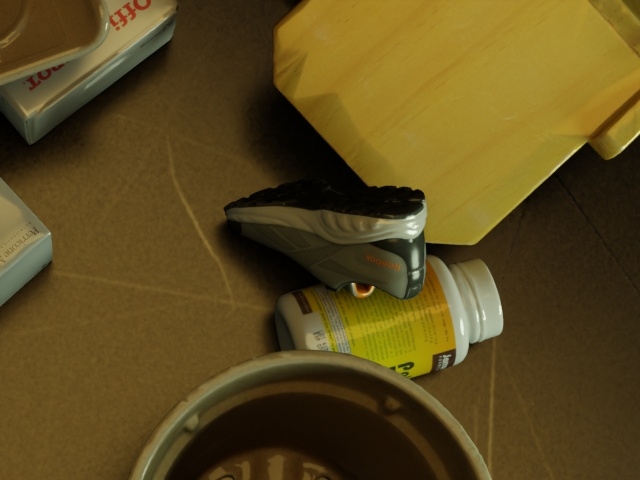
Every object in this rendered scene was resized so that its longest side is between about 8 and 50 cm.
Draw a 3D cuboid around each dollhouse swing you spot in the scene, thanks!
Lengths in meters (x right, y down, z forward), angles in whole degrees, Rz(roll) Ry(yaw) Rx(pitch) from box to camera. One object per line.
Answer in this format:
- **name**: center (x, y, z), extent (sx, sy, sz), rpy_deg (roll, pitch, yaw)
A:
- **dollhouse swing**: center (0.154, -0.213, 1.897), extent (0.305, 0.315, 0.347), rpy_deg (-41, 98, 19)

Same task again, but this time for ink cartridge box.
- **ink cartridge box**: center (-0.304, -0.265, 1.863), extent (0.198, 0.115, 0.273), rpy_deg (-39, 86, -13)

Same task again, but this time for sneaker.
- **sneaker**: center (0.000, 0.000, 1.799), extent (0.100, 0.271, 0.108), rpy_deg (-21, 110, -35)

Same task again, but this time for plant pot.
- **plant pot**: center (-0.030, 0.285, 1.702), extent (0.334, 0.305, 0.333), rpy_deg (2, 79, -9)

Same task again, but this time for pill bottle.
- **pill bottle**: center (0.070, 0.084, 1.851), extent (0.215, 0.117, 0.117), rpy_deg (-15, 82, -11)

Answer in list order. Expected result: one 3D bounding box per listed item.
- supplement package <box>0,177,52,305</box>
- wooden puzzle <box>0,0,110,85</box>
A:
- **supplement package**: center (-0.398, -0.005, 1.782), extent (0.194, 0.149, 0.203), rpy_deg (-43, 87, -14)
- **wooden puzzle**: center (-0.403, -0.257, 1.740), extent (0.348, 0.080, 0.322), rpy_deg (-22, 72, -3)
